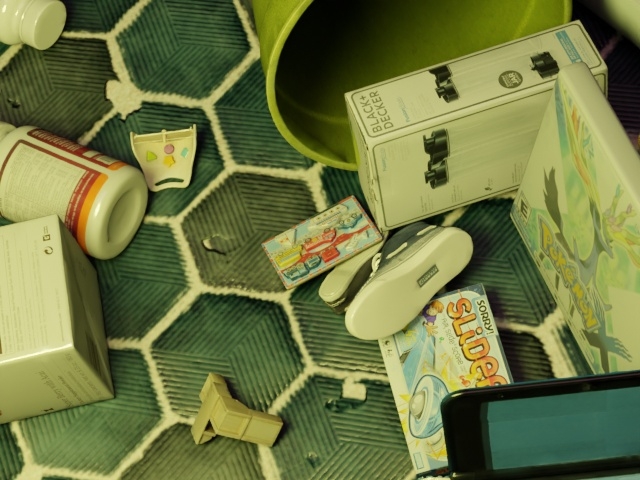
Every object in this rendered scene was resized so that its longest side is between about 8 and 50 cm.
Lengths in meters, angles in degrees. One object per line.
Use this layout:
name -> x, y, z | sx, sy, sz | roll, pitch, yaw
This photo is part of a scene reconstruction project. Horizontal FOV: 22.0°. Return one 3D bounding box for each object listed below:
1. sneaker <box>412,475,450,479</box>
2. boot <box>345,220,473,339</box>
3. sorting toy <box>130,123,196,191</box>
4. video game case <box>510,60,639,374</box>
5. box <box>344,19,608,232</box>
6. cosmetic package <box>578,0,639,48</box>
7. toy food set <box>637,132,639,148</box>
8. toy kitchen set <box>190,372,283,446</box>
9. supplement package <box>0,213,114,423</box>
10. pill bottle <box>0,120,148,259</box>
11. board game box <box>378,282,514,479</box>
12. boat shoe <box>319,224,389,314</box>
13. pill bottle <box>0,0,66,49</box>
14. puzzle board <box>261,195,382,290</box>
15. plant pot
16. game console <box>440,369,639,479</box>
sneaker -> 0.153, 0.291, 1.797 | 0.135, 0.052, 0.058 | 4, 73, 13
boot -> 0.085, 0.046, 1.894 | 0.190, 0.069, 0.086 | -35, 28, -26
sorting toy -> -0.190, -0.099, 2.043 | 0.083, 0.045, 0.075 | -6, 72, 6
video game case -> 0.309, 0.023, 1.758 | 0.036, 0.300, 0.329 | -17, 63, -14
box -> 0.183, -0.131, 1.904 | 0.290, 0.169, 0.087 | -19, 52, -4
cosmetic package -> 0.473, -0.411, 2.015 | 0.377, 0.097, 0.284 | -36, 50, -8
toy food set -> 0.427, -0.121, 1.958 | 0.083, 0.020, 0.082 | 39, 77, 23
toy kitchen set -> -0.100, 0.209, 1.893 | 0.068, 0.075, 0.083 | -64, 28, 18
supplement package -> -0.410, 0.111, 1.904 | 0.293, 0.177, 0.175 | -13, 64, 4
pill bottle -> -0.332, -0.069, 2.005 | 0.221, 0.121, 0.121 | 22, 71, 19
board game box -> 0.148, 0.160, 1.866 | 0.136, 0.035, 0.201 | -17, 63, 2
boat shoe -> 0.046, 0.034, 1.941 | 0.046, 0.038, 0.125 | 7, 51, 41
pill bottle -> -0.420, -0.312, 2.149 | 0.169, 0.094, 0.094 | 26, 72, 20
puzzle board -> 0.000, 0.000, 1.959 | 0.128, 0.011, 0.096 | -28, 41, -4
plant pot -> 0.064, -0.335, 1.965 | 0.366, 0.366, 0.353 | -21, 52, -1
game console -> 0.280, 0.265, 1.682 | 0.293, 0.173, 0.250 | -7, 83, 5
